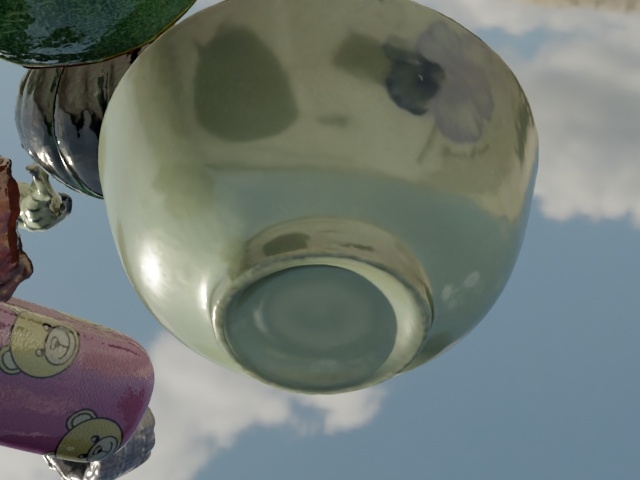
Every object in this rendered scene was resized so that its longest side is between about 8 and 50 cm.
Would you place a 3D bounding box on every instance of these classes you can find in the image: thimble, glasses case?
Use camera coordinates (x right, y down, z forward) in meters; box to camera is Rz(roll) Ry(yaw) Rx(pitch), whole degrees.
[{"bbox_3d":[-0.283,0.231,2.057,0.150,0.150,0.098,25,-145,38],"label":"thimble"},{"bbox_3d":[-0.291,0.106,1.416,0.316,0.123,0.076,20,-171,-29],"label":"glasses case"}]

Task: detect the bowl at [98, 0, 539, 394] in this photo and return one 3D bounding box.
[{"bbox_3d":[0.000,0.000,1.021,0.289,0.289,0.146,5,-137,-6],"label":"bowl"}]

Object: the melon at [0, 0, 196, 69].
[{"bbox_3d":[-0.133,-0.178,0.841,0.182,0.182,0.288,5,-173,-8],"label":"melon"}]

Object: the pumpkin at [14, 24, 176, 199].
[{"bbox_3d":[-0.119,-0.088,1.179,0.194,0.194,0.150,9,-115,3],"label":"pumpkin"}]

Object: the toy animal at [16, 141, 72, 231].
[{"bbox_3d":[-0.385,-0.044,2.066,0.217,0.176,0.073,7,-140,37],"label":"toy animal"}]

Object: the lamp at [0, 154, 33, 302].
[{"bbox_3d":[-0.267,0.037,0.889,0.215,0.151,0.223,15,-154,13],"label":"lamp"}]
